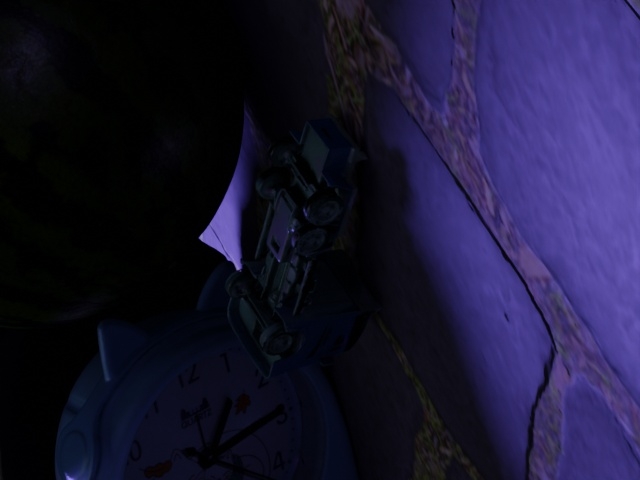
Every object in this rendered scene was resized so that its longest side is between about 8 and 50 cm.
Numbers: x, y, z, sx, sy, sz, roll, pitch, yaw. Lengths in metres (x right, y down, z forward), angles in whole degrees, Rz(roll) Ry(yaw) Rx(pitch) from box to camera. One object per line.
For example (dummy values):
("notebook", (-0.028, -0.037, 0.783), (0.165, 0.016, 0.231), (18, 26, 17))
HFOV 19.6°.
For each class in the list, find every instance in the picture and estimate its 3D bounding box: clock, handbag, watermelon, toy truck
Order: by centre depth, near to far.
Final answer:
("toy truck", (0.000, 0.000, 1.124), (0.067, 0.081, 0.175), (55, 142, 38))
("watermelon", (-0.189, -0.086, 1.220), (0.285, 0.285, 0.285), (59, 163, 31))
("clock", (-0.088, 0.152, 1.323), (0.094, 0.223, 0.274), (16, 124, 50))
("handbag", (-0.156, 0.117, 1.408), (0.093, 0.308, 0.254), (5, 91, 39))
